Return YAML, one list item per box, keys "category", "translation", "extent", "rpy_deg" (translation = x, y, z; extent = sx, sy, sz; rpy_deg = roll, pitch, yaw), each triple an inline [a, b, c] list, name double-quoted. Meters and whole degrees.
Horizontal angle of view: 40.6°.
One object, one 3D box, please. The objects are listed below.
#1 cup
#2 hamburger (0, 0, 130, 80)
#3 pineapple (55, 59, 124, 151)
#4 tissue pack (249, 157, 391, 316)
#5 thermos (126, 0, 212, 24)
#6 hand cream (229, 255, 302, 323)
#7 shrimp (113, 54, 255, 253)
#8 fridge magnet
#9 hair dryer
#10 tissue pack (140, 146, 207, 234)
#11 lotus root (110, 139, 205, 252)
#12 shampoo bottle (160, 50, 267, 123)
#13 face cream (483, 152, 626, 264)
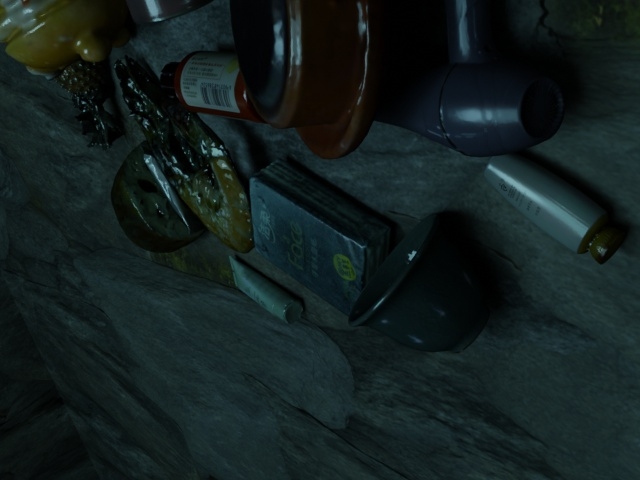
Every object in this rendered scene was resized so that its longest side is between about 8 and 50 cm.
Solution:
- category: "cup"
  translation: [0.156, 0.084, 1.219]
  extent: [0.150, 0.199, 0.199]
  rpy_deg: [38, 148, -5]
- category: "hamburger"
  translation: [-0.457, -0.414, 1.521]
  extent: [0.276, 0.276, 0.236]
  rpy_deg: [-5, 124, 55]
- category: "pineapple"
  translation: [-0.479, -0.301, 1.774]
  extent: [0.125, 0.125, 0.251]
  rpy_deg: [24, 141, 41]
- category: "tissue pack"
  translation: [0.000, 0.000, 1.419]
  extent: [0.257, 0.081, 0.185]
  rpy_deg: [33, 142, 31]
- category: "thermos"
  translation: [-0.254, -0.476, 1.278]
  extent: [0.146, 0.176, 0.264]
  rpy_deg: [-11, 119, 13]
- category: "hand cream"
  translation: [-0.115, 0.099, 1.696]
  extent: [0.205, 0.050, 0.078]
  rpy_deg: [31, 142, 42]
- category: "shrimp"
  translation: [-0.245, -0.171, 1.568]
  extent: [0.445, 0.085, 0.272]
  rpy_deg: [54, 158, 10]
- category: "fridge magnet"
  translation: [-0.015, -0.278, 1.060]
  extent: [0.364, 0.155, 0.363]
  rpy_deg: [171, 90, -71]
- category: "hair dryer"
  translation: [0.138, -0.278, 1.001]
  extent: [0.301, 0.121, 0.361]
  rpy_deg: [20, 124, 56]
- category: "tissue pack"
  translation: [-0.284, -0.100, 1.702]
  extent: [0.193, 0.026, 0.122]
  rpy_deg: [58, -170, 2]
- category: "lotus root"
  translation: [-0.353, -0.077, 1.796]
  extent: [0.119, 0.138, 0.234]
  rpy_deg: [-39, 79, 48]
- category: "shampoo bottle"
  translation: [-0.163, -0.252, 1.393]
  extent: [0.278, 0.104, 0.104]
  rpy_deg: [16, 130, 46]
- category: "face cream"
  translation: [0.277, -0.043, 1.035]
  extent: [0.182, 0.051, 0.072]
  rpy_deg: [41, 144, 26]
